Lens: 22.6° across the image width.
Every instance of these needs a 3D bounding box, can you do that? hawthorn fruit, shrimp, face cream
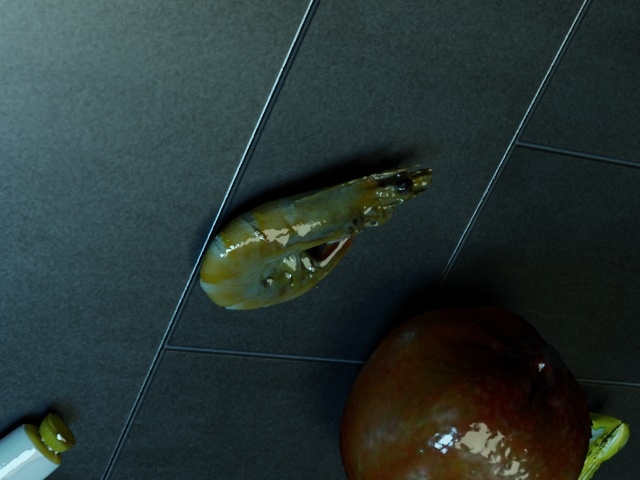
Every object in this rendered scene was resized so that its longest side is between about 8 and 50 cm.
[{"bbox_3d":[0.162,0.217,1.924,0.311,0.295,0.295,-20,137,18],"label":"hawthorn fruit"},{"bbox_3d":[0.000,0.000,1.792,0.287,0.063,0.152,-21,135,-9],"label":"shrimp"},{"bbox_3d":[-0.359,0.265,1.809,0.182,0.051,0.072,-38,125,5],"label":"face cream"}]

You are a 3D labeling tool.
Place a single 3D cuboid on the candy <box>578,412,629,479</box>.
[{"bbox_3d":[0.278,0.256,2.135,0.297,0.081,0.187,34,104,-33],"label":"candy"}]
